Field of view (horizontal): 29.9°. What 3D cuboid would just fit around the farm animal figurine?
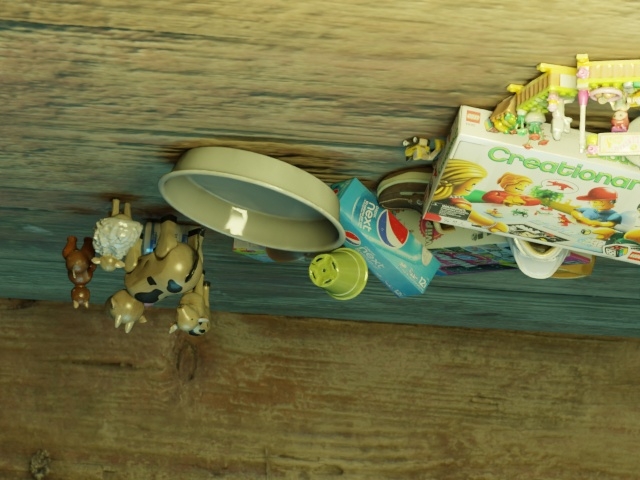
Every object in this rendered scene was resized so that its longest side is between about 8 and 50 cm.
[{"bbox_3d":[-0.312,0.088,2.235,0.330,0.172,0.327,17,147,-26],"label":"farm animal figurine"}]

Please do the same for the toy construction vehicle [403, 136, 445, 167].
[{"bbox_3d":[0.161,-0.116,1.620,0.086,0.035,0.098,9,168,-31],"label":"toy construction vehicle"}]

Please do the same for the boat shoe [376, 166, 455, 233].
[{"bbox_3d":[0.173,-0.057,1.773,0.095,0.095,0.257,10,168,-34],"label":"boat shoe"}]

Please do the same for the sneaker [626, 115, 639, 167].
[{"bbox_3d":[0.490,-0.099,1.421,0.255,0.094,0.151,-2,162,15],"label":"sneaker"}]

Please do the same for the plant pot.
[{"bbox_3d":[0.020,0.049,1.866,0.083,0.083,0.079,-2,173,26],"label":"plant pot"}]

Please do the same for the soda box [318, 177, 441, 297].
[{"bbox_3d":[0.091,-0.002,1.904,0.210,0.067,0.071,44,152,-19],"label":"soda box"}]

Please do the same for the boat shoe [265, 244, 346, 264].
[{"bbox_3d":[0.000,0.000,2.263,0.207,0.073,0.073,3,-152,21],"label":"boat shoe"}]

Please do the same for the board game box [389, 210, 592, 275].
[{"bbox_3d":[0.268,-0.012,2.005,0.303,0.098,0.224,-5,166,40],"label":"board game box"}]

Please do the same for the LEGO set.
[{"bbox_3d":[0.289,-0.129,1.302,0.287,0.107,0.132,-5,167,40],"label":"LEGO set"}]

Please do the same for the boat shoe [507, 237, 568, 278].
[{"bbox_3d":[0.311,-0.013,1.717,0.098,0.096,0.277,3,146,12],"label":"boat shoe"}]

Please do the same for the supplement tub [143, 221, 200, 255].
[{"bbox_3d":[-0.289,0.001,2.331,0.107,0.071,0.071,4,170,-7],"label":"supplement tub"}]

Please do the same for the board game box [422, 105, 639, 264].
[{"bbox_3d":[0.300,-0.066,1.522,0.305,0.053,0.193,11,147,-3],"label":"board game box"}]

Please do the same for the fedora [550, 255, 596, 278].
[{"bbox_3d":[0.444,0.026,2.200,0.194,0.079,0.194,3,170,0],"label":"fedora"}]

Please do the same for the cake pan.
[{"bbox_3d":[-0.097,-0.061,1.795,0.293,0.054,0.293,15,163,5],"label":"cake pan"}]

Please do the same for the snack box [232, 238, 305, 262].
[{"bbox_3d":[-0.103,0.016,2.445,0.100,0.037,0.141,0,170,24],"label":"snack box"}]
